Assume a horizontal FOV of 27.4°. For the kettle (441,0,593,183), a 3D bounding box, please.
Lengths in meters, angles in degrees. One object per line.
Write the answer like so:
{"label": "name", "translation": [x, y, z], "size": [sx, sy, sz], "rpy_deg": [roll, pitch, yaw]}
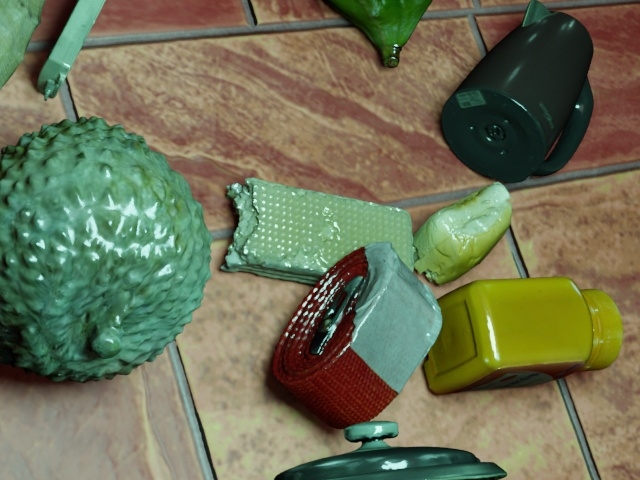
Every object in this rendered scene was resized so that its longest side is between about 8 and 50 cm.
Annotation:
{"label": "kettle", "translation": [0.286, -0.186, 1.720], "size": [0.202, 0.144, 0.232], "rpy_deg": [56, 51, -22]}

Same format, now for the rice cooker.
{"label": "rice cooker", "translation": [0.069, 0.330, 1.322], "size": [0.264, 0.316, 0.317], "rpy_deg": [18, 56, -62]}

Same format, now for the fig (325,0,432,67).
{"label": "fig", "translation": [0.069, -0.345, 1.662], "size": [0.195, 0.195, 0.245], "rpy_deg": [-22, 117, -33]}

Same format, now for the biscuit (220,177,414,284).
{"label": "biscuit", "translation": [0.000, 0.000, 1.533], "size": [0.238, 0.062, 0.108], "rpy_deg": [11, 66, -24]}

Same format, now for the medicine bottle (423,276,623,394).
{"label": "medicine bottle", "translation": [0.243, 0.112, 1.563], "size": [0.222, 0.149, 0.112], "rpy_deg": [-1, 72, -29]}

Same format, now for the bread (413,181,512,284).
{"label": "bread", "translation": [0.175, -0.006, 1.602], "size": [0.125, 0.106, 0.082], "rpy_deg": [-29, 84, -31]}

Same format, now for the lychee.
{"label": "lychee", "translation": [-0.239, 0.010, 1.309], "size": [0.255, 0.255, 0.274], "rpy_deg": [-5, 41, -29]}

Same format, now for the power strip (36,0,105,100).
{"label": "power strip", "translation": [-0.270, -0.247, 1.478], "size": [0.029, 0.080, 0.227], "rpy_deg": [27, 60, -13]}

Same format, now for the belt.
{"label": "belt", "translation": [0.048, 0.111, 1.459], "size": [0.124, 0.128, 0.201], "rpy_deg": [46, 69, -30]}

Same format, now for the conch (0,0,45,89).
{"label": "conch", "translation": [-0.390, -0.259, 1.367], "size": [0.263, 0.186, 0.324], "rpy_deg": [48, 41, 17]}
